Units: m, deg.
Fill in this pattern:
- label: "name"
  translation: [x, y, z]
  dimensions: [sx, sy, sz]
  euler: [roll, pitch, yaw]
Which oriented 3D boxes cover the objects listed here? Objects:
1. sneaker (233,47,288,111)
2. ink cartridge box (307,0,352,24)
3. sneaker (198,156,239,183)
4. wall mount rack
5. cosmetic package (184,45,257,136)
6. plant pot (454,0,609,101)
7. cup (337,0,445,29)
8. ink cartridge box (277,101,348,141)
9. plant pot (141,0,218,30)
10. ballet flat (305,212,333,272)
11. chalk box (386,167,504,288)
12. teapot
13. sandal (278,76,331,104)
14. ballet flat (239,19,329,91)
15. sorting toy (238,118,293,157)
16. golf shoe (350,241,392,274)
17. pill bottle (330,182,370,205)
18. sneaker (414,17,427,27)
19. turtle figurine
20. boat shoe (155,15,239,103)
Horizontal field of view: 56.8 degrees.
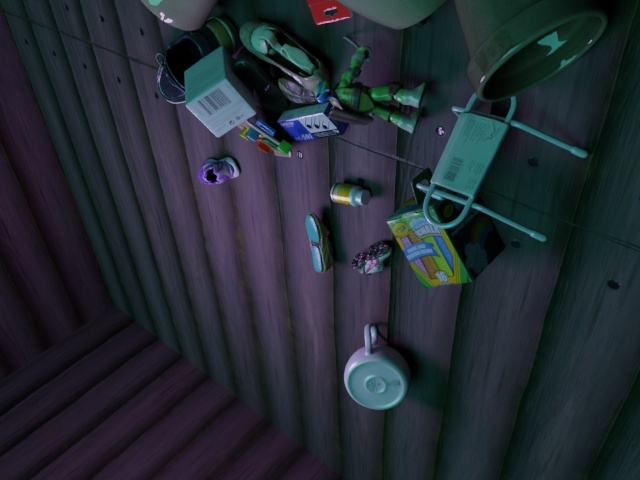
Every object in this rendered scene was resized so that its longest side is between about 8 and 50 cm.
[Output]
- label: "sneaker"
  translation: [-0.168, -0.494, 1.784]
  dimensions: [0.087, 0.130, 0.227]
  euler: [-19, 138, 30]
- label: "ink cartridge box"
  translation: [0.020, -0.655, 1.427]
  dimensions: [0.134, 0.078, 0.230]
  euler: [9, 127, 45]
- label: "sneaker"
  translation: [-0.411, -0.252, 2.244]
  dimensions: [0.237, 0.105, 0.095]
  euler: [-4, 119, 51]
- label: "wall mount rack"
  translation: [0.393, -0.161, 1.322]
  dimensions: [0.304, 0.131, 0.349]
  euler: [27, 94, 36]
- label: "cosmetic package"
  translation: [-0.298, -0.441, 1.755]
  dimensions: [0.151, 0.183, 0.151]
  euler: [-27, 137, 18]
- label: "plant pot"
  translation: [0.364, -0.430, 1.124]
  dimensions: [0.229, 0.263, 0.263]
  euler: [64, 147, 13]
- label: "cup"
  translation: [0.148, -0.575, 1.192]
  dimensions: [0.331, 0.331, 0.237]
  euler: [-3, 139, 49]
- label: "ink cartridge box"
  translation: [-0.025, -0.347, 1.747]
  dimensions: [0.207, 0.046, 0.097]
  euler: [2, 149, 48]
- label: "plant pot"
  translation: [-0.344, -0.770, 1.624]
  dimensions: [0.274, 0.256, 0.256]
  euler: [-31, 96, 37]
- label: "ballet flat"
  translation: [0.000, 0.000, 2.038]
  dimensions: [0.080, 0.073, 0.232]
  euler: [25, 131, 45]
- label: "chalk box"
  translation: [0.313, -0.045, 1.555]
  dimensions: [0.179, 0.180, 0.288]
  euler: [-16, 107, 53]
- label: "teapot"
  translation: [0.208, 0.462, 2.128]
  dimensions: [0.253, 0.187, 0.256]
  euler: [31, 117, -3]
- label: "sandal"
  translation: [-0.039, -0.436, 1.720]
  dimensions: [0.180, 0.049, 0.072]
  euler: [16, 139, 20]
- label: "ballet flat"
  translation: [-0.106, -0.533, 1.642]
  dimensions: [0.316, 0.107, 0.106]
  euler: [35, -178, 11]
- label: "sorting toy"
  translation: [-0.195, -0.323, 1.879]
  dimensions: [0.196, 0.047, 0.348]
  euler: [37, 176, -23]
- label: "golf shoe"
  translation: [0.180, 0.059, 1.905]
  dimensions: [0.086, 0.067, 0.186]
  euler: [31, 148, -17]
- label: "pill bottle"
  translation: [0.093, -0.140, 1.813]
  dimensions: [0.116, 0.065, 0.065]
  euler: [15, 131, 41]
- label: "sneaker"
  translation: [0.174, -0.553, 1.373]
  dimensions: [0.170, 0.051, 0.089]
  euler: [59, 145, -2]
- label: "turtle figurine"
  translation: [0.137, -0.393, 1.511]
  dimensions: [0.267, 0.274, 0.197]
  euler: [19, 113, 11]
- label: "boat shoe"
  translation: [-0.447, -0.576, 1.956]
  dimensions: [0.500, 0.156, 0.186]
  euler: [-13, 112, 54]
